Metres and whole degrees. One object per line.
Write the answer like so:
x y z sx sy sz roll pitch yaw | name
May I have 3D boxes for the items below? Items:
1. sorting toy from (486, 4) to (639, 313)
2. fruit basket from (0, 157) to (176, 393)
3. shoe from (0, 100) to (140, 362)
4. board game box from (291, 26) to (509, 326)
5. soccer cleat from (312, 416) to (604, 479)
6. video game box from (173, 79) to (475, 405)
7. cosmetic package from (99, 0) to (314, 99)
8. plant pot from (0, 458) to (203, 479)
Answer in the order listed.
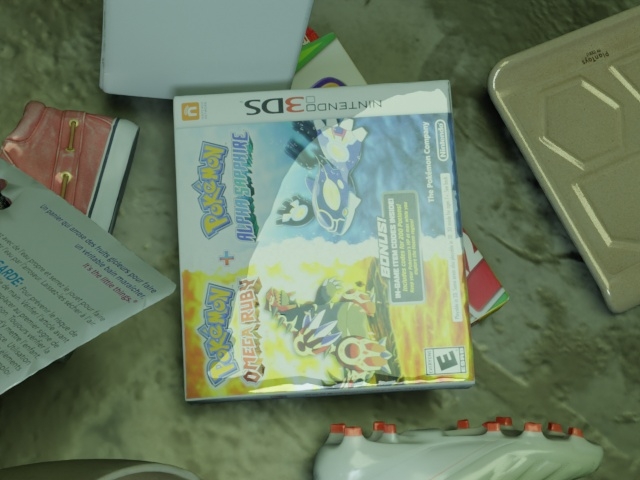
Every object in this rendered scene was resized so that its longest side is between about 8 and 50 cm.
0.247 -0.070 0.887 0.193 0.038 0.208 -23 82 -19 | sorting toy
-0.305 0.053 0.614 0.353 0.165 0.327 -28 40 -32 | fruit basket
-0.178 -0.010 0.753 0.081 0.063 0.178 14 63 -6 | shoe
0.013 -0.034 0.820 0.124 0.039 0.259 -29 77 -20 | board game box
0.091 0.157 0.756 0.196 0.068 0.076 0 86 -12 | soccer cleat
0.000 0.000 0.758 0.187 0.048 0.205 -4 79 2 | video game box
-0.069 -0.243 0.754 0.138 0.225 0.224 5 62 -10 | cosmetic package
-0.182 0.239 0.575 0.191 0.284 0.284 5 65 26 | plant pot
